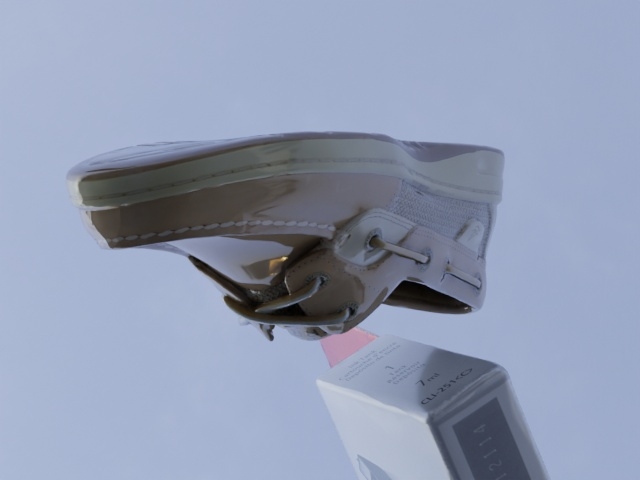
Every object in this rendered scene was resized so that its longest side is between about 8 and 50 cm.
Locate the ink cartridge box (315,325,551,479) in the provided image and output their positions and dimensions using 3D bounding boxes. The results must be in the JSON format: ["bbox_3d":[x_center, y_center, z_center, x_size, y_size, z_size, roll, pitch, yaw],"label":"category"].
[{"bbox_3d":[0.079,0.198,1.229,0.066,0.261,0.296,-31,-71,-21],"label":"ink cartridge box"}]

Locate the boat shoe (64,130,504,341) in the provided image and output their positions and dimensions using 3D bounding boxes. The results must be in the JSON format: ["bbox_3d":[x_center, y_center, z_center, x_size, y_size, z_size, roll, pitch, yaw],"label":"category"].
[{"bbox_3d":[0.000,0.000,1.038,0.121,0.341,0.110,-1,-90,37],"label":"boat shoe"}]
